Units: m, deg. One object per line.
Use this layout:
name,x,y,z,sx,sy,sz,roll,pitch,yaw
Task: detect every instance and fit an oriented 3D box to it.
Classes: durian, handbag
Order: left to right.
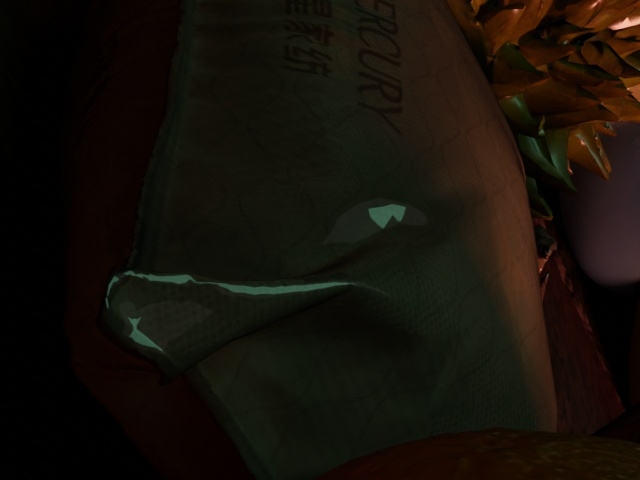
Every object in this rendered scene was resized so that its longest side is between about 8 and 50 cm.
handbag,0.000,0.000,0.521,0.270,0.117,0.182,-90,157,-55
durian,0.030,-0.139,0.725,0.169,0.158,0.352,10,36,-32

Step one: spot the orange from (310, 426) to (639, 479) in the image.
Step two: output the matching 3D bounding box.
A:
orange,0.037,0.132,0.348,0.206,0.206,0.206,50,25,-34

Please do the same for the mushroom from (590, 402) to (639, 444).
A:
mushroom,0.099,0.146,0.534,0.138,0.194,0.231,3,88,-24

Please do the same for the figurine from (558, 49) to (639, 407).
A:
figurine,0.186,0.003,0.957,0.180,0.154,0.262,-62,142,-76
